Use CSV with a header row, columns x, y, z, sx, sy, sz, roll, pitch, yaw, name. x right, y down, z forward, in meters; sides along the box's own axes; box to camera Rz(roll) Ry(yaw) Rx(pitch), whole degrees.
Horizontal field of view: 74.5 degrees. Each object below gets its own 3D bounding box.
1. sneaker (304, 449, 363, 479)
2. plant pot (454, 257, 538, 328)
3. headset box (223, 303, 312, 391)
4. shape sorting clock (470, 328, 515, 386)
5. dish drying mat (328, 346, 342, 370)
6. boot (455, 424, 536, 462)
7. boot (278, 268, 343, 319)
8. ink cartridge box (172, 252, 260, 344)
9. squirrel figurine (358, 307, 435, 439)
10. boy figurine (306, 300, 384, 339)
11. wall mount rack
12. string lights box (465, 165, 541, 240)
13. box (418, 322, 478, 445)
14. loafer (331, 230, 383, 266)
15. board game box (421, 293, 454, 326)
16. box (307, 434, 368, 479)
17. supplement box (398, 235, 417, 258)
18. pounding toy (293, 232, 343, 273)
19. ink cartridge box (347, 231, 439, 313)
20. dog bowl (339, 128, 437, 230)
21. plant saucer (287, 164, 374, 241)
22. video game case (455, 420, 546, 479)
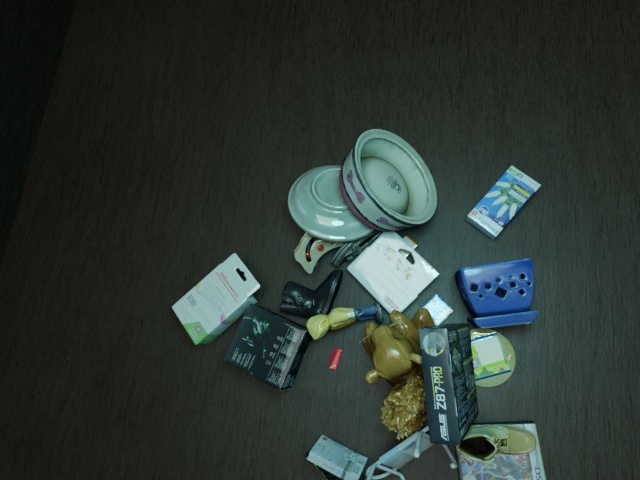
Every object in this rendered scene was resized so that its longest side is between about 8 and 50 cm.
x,y,z,sx,sy,sz,roll,pitch,yaw,name
0.041,0.843,1.512,0.234,0.084,0.097,18,82,17,sneaker
0.612,0.193,1.472,0.236,0.236,0.212,-9,80,11,plant pot
-0.208,0.412,1.660,0.283,0.131,0.246,21,82,18,headset box
0.587,0.419,1.512,0.206,0.040,0.206,-4,77,19,shape sorting clock
0.057,0.464,1.647,0.032,0.008,0.083,15,80,18,dish drying mat
0.559,0.644,1.337,0.262,0.203,0.095,1,77,16,boot
-0.041,0.201,1.693,0.207,0.094,0.246,21,87,14,boot
-0.414,0.244,1.759,0.353,0.119,0.207,-41,70,2,ink cartridge box
0.285,0.432,1.404,0.281,0.370,0.397,-21,75,11,squirrel figurine
0.090,0.298,1.584,0.285,0.177,0.092,-13,71,-10,boy figurine
0.279,0.719,1.359,0.350,0.304,0.130,-43,37,13,wall mount rack
0.697,-0.142,1.614,0.133,0.077,0.260,41,88,18,string lights box
0.419,0.430,1.340,0.097,0.395,0.318,-6,80,27,box
0.157,0.013,1.699,0.084,0.096,0.267,41,86,14,loafer
0.443,0.265,1.599,0.090,0.020,0.090,-45,70,1,board game box
0.063,0.773,1.490,0.186,0.145,0.038,21,95,17,box
0.331,0.038,1.677,0.098,0.036,0.062,-45,70,-1,supplement box
0.000,0.000,1.751,0.154,0.155,0.269,29,94,-10,pounding toy
0.280,0.123,1.644,0.239,0.060,0.275,-45,71,4,ink cartridge box
0.247,-0.214,1.603,0.150,0.408,0.408,-36,64,47,dog bowl
0.068,-0.181,1.683,0.400,0.100,0.400,1,55,-1,plant saucer
0.605,0.751,1.425,0.275,0.035,0.248,-7,74,12,video game case
